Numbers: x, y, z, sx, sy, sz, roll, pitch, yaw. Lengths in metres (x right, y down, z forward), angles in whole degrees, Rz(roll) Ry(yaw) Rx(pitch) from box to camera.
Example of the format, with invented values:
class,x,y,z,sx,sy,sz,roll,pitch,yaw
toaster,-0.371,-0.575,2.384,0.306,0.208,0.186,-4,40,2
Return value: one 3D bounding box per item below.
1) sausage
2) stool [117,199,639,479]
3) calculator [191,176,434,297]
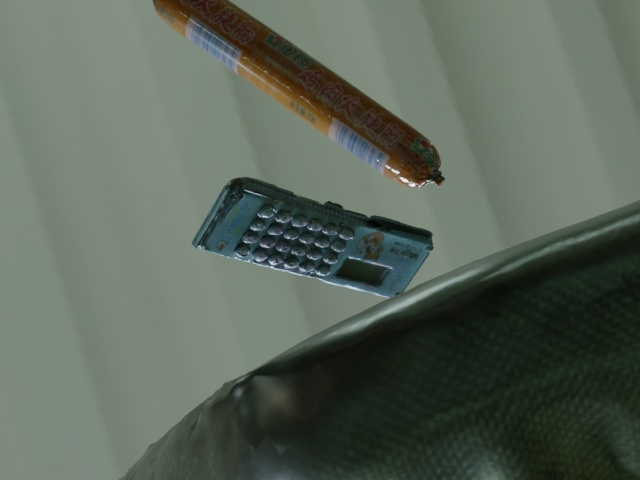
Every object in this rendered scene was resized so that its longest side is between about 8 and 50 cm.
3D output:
class,x,y,z,sx,sy,sz,roll,pitch,yaw
sausage,-0.027,-0.149,1.626,0.348,0.053,0.053,36,-126,17
stool,0.104,0.117,0.503,0.310,0.310,0.226,-18,-103,-24
calculator,0.000,0.000,1.126,0.172,0.057,0.018,16,-152,-39
